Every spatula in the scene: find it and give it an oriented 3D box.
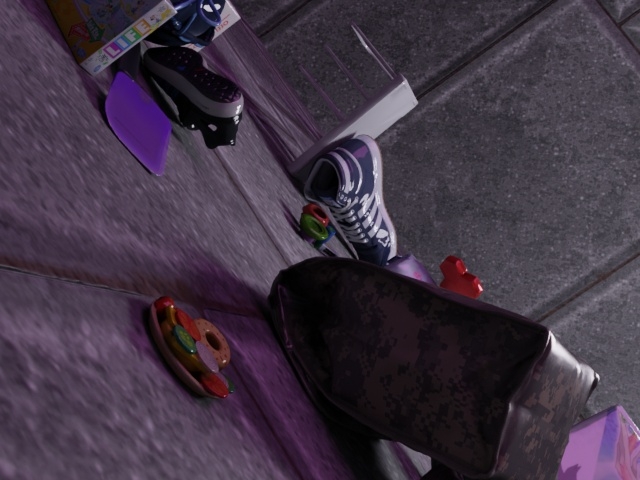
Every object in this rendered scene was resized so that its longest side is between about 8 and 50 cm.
[{"bbox_3d":[-0.194,-0.163,1.003,0.084,0.030,0.296,48,10,-32],"label":"spatula"}]

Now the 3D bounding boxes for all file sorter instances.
[{"bbox_3d":[0.022,-0.264,1.916,0.173,0.278,0.193,52,6,12],"label":"file sorter"}]

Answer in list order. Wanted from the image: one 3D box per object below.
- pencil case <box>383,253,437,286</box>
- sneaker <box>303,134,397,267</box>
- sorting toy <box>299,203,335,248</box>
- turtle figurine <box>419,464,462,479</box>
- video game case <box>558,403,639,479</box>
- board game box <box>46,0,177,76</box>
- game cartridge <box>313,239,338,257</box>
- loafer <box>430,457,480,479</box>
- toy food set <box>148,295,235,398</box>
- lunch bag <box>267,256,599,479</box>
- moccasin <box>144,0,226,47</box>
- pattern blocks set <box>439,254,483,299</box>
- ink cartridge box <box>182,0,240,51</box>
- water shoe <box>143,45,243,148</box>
[{"bbox_3d":[0.170,0.156,1.575,0.273,0.124,0.113,54,35,4],"label":"pencil case"},{"bbox_3d":[0.056,-0.048,1.849,0.153,0.099,0.282,-25,112,-46],"label":"sneaker"},{"bbox_3d":[-0.013,-0.016,1.503,0.061,0.042,0.102,38,22,-9],"label":"sorting toy"},{"bbox_3d":[0.182,0.319,0.941,0.175,0.118,0.234,50,3,-31],"label":"turtle figurine"},{"bbox_3d":[0.357,0.390,1.187,0.329,0.300,0.036,58,-33,24],"label":"video game case"},{"bbox_3d":[-0.217,-0.248,0.955,0.154,0.103,0.026,58,8,28],"label":"board game box"},{"bbox_3d":[0.000,0.000,1.576,0.056,0.017,0.083,54,6,22],"label":"game cartridge"},{"bbox_3d":[0.199,0.327,1.116,0.084,0.096,0.267,61,7,-58],"label":"loafer"},{"bbox_3d":[-0.086,0.073,0.661,0.083,0.020,0.082,50,9,-36],"label":"toy food set"},{"bbox_3d":[0.101,0.129,0.982,0.287,0.169,0.235,21,-7,30],"label":"lunch bag"},{"bbox_3d":[-0.162,-0.307,1.149,0.117,0.137,0.342,15,2,-7],"label":"moccasin"},{"bbox_3d":[0.261,0.204,1.629,0.325,0.026,0.285,51,-34,10],"label":"pattern blocks set"},{"bbox_3d":[-0.203,-0.356,1.484,0.067,0.115,0.198,58,8,31],"label":"ink cartridge box"},{"bbox_3d":[-0.162,-0.175,1.181,0.203,0.073,0.080,44,-45,47],"label":"water shoe"}]
